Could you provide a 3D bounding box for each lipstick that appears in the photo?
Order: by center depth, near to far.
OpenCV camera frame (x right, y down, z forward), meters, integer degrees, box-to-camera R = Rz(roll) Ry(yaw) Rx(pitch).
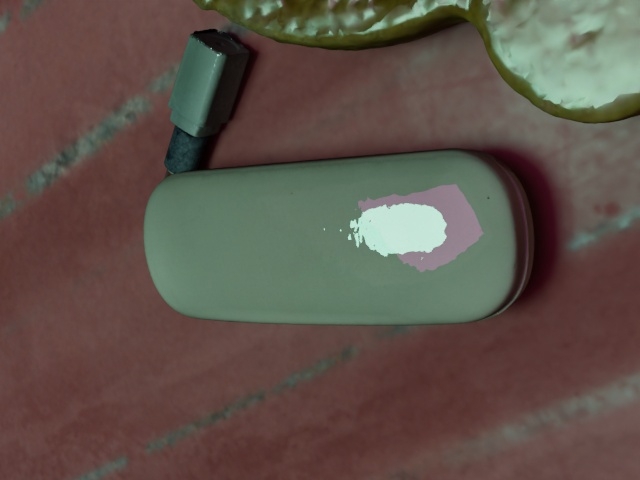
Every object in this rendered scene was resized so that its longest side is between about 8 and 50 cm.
[{"bbox_3d":[-0.067,-0.056,0.509,0.025,0.025,0.107,34,120,22],"label":"lipstick"}]

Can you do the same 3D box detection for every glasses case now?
[{"bbox_3d":[0.000,0.000,0.461,0.204,0.051,0.080,0,98,31],"label":"glasses case"}]

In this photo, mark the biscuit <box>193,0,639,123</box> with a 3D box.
[{"bbox_3d":[0.080,-0.186,0.377,0.344,0.057,0.287,-29,83,31],"label":"biscuit"}]
